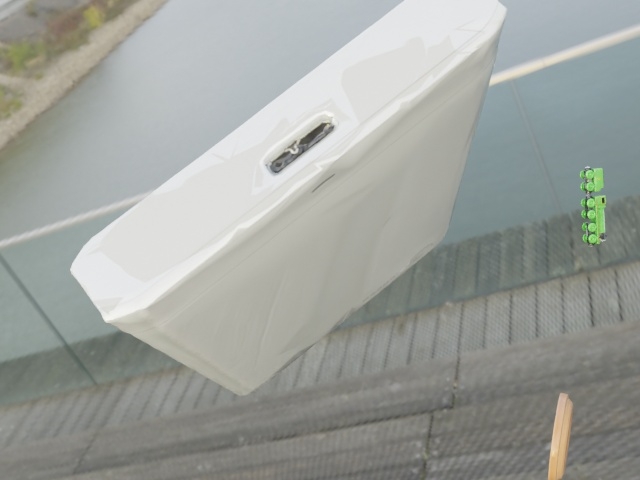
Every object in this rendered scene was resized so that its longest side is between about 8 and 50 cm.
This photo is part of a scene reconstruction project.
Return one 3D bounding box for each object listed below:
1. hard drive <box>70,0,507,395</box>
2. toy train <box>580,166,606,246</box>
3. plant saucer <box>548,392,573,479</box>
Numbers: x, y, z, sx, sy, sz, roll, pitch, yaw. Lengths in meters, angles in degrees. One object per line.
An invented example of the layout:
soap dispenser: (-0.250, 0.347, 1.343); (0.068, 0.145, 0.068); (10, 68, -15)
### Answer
hard drive: (0.000, 0.000, 0.477); (0.203, 0.040, 0.307); (-38, -15, -7)
toy train: (0.285, -0.036, 0.870); (0.023, 0.083, 0.017); (-6, 6, -12)
plant saucer: (0.225, 0.185, 0.781); (0.013, 0.083, 0.083); (6, 38, 20)
